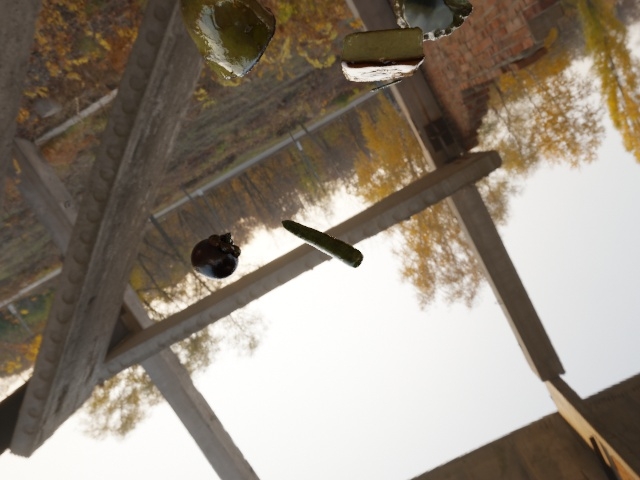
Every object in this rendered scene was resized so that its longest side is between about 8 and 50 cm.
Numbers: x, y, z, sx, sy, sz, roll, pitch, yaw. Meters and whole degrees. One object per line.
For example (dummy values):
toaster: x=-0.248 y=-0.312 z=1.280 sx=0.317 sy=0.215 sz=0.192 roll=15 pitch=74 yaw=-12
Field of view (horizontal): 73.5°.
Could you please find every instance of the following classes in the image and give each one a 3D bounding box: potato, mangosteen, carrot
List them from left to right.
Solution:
potato: x=-0.353 y=-0.755 z=1.463 sx=0.397 sy=0.296 sz=0.290 roll=32 pitch=-85 yaw=49
mangosteen: x=-0.274 y=0.038 z=1.149 sx=0.140 sy=0.140 sz=0.140 roll=-29 pitch=-169 yaw=6
carrot: x=0.000 y=0.000 z=1.582 sx=0.358 sy=0.074 sz=0.074 roll=28 pitch=-137 yaw=22

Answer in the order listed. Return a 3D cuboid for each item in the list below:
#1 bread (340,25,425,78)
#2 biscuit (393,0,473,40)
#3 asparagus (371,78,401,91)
bread: x=0.250 y=-0.752 z=1.763 sx=0.323 sy=0.143 sz=0.333 roll=-1 pitch=-170 yaw=8
biscuit: x=0.470 y=-0.992 z=1.818 sx=0.335 sy=0.329 sz=0.078 roll=9 pitch=-115 yaw=25
asparagus: x=0.282 y=-0.666 z=1.841 sx=0.016 sy=0.013 sz=0.166 roll=0 pitch=178 yaw=-43
